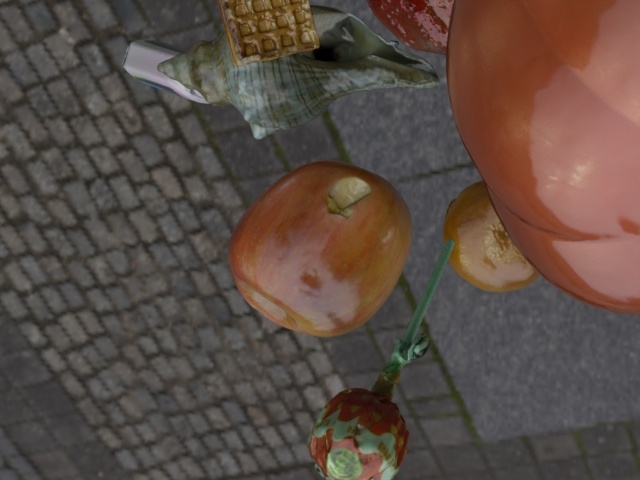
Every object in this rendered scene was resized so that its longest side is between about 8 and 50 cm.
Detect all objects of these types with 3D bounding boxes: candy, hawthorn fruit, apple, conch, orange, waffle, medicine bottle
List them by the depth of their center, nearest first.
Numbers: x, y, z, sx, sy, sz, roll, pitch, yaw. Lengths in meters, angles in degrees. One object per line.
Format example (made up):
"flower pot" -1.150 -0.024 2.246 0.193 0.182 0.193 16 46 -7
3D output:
"candy" 0.074 0.107 1.131 0.078 0.287 0.084 3 136 31
"waffle" -0.066 -0.272 1.371 0.102 0.042 0.148 -16 93 -18
"orange" 0.239 -0.008 1.658 0.155 0.134 0.154 0 89 2
"apple" 0.000 0.000 1.697 0.242 0.241 0.242 32 164 10
"conch" -0.036 -0.244 1.769 0.386 0.203 0.169 2 166 -17
"hawthorn fruit" 0.165 -0.425 1.883 0.300 0.254 0.254 35 127 -25
"medicine bottle" -0.222 -0.275 2.043 0.115 0.219 0.078 15 96 -43

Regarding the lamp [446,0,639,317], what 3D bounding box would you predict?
"lamp" 0.137 -0.066 0.435 0.188 0.164 0.187 -3 134 -3
